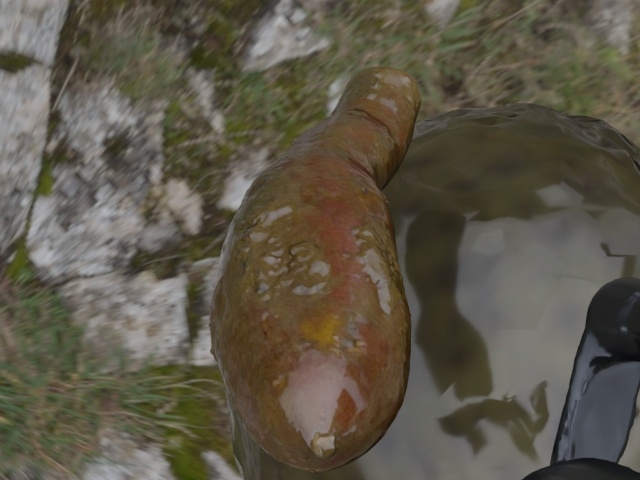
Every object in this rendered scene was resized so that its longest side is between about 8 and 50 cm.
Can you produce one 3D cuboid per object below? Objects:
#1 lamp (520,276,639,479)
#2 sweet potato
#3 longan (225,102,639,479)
[{"bbox_3d":[0.049,0.205,0.757,0.272,0.205,0.374,4,98,-30],"label":"lamp"},{"bbox_3d":[0.000,0.000,1.048,0.109,0.385,0.109,2,122,3],"label":"sweet potato"},{"bbox_3d":[0.128,0.094,1.363,0.391,0.391,0.391,1,86,-12],"label":"longan"}]
